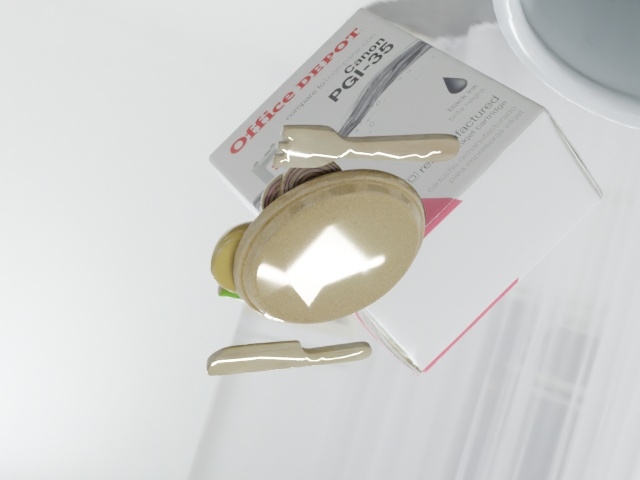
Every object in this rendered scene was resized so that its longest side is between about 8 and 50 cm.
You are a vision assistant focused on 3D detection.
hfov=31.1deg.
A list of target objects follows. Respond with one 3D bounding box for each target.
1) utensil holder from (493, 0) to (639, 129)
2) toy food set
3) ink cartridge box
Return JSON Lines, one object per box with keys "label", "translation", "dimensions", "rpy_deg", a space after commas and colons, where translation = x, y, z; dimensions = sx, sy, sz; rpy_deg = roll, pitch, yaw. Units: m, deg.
{"label": "utensil holder", "translation": [0.355, -0.339, 1.013], "dimensions": [0.328, 0.385, 0.327], "rpy_deg": [16, 153, 8]}
{"label": "toy food set", "translation": [0.000, 0.000, 0.693], "dimensions": [0.133, 0.192, 0.038], "rpy_deg": [-1, -137, -27]}
{"label": "ink cartridge box", "translation": [0.056, -0.053, 0.962], "dimensions": [0.117, 0.207, 0.283], "rpy_deg": [47, 177, -38]}
